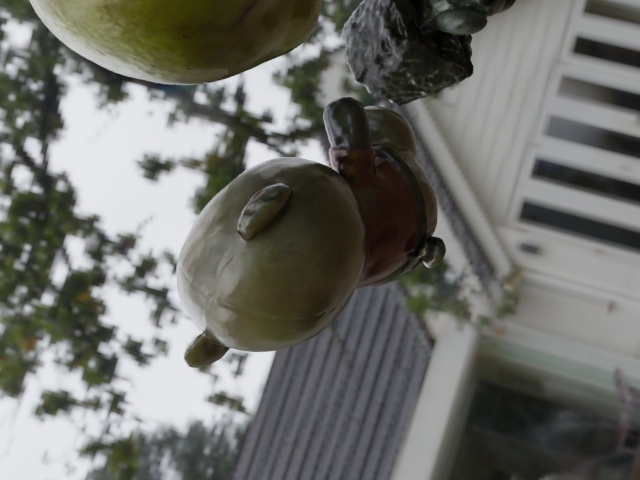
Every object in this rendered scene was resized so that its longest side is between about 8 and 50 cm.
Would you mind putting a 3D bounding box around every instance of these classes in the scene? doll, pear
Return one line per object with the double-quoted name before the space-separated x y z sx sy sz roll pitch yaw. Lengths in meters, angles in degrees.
"doll" 0.000 0.000 1.387 0.330 0.174 0.235 -27 -28 -46
"pear" -0.085 -0.182 0.823 0.200 0.200 0.200 16 -90 -76

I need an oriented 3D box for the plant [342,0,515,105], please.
"plant" 0.158 -0.281 1.762 0.149 0.146 0.274 12 -41 -47
